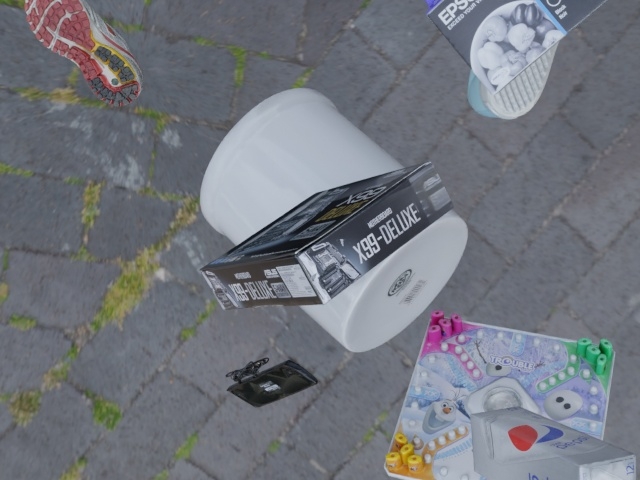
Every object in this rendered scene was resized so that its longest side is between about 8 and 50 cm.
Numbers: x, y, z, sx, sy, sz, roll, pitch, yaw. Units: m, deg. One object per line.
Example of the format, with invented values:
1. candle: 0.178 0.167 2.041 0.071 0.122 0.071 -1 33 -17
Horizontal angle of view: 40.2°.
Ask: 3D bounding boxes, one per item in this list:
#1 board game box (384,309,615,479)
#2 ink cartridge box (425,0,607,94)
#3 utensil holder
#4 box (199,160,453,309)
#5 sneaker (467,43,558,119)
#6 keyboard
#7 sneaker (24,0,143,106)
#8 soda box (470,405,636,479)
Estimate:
1. board game box: 0.360 0.323 1.727 0.389 0.390 0.050 9 140 19
2. ink cartridge box: 0.251 -0.344 1.192 0.206 0.045 0.208 -40 89 31
3. utensil holder: 0.024 -0.036 1.581 0.327 0.327 0.385 -47 63 0
4. box: 0.000 0.000 1.213 0.242 0.307 0.077 -35 102 -27
5. sneaker: 0.329 -0.371 1.422 0.135 0.150 0.366 28 88 -18
6. keyboard: -0.091 0.237 1.530 0.100 0.192 0.038 37 48 -22
7. sneaker: -0.351 -0.300 1.304 0.088 0.093 0.225 -33 105 15
8. soda box: 0.322 0.317 1.243 0.091 0.286 0.098 -5 95 -19
